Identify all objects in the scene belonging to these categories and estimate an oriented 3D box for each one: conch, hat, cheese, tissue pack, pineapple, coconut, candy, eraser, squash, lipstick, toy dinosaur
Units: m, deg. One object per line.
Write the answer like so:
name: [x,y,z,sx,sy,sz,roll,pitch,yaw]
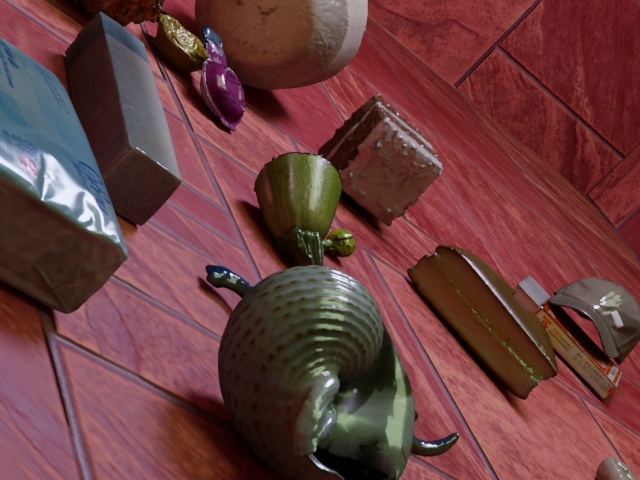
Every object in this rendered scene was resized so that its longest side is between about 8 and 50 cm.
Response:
conch: [-0.015,0.118,1.128,0.172,0.131,0.200,64,34,-28]
hat: [0.473,0.112,2.359,0.166,0.144,0.173,46,-10,12]
cheese: [-0.130,-0.209,1.833,0.095,0.038,0.145,31,43,-58]
tissue pack: [-0.255,-0.080,1.092,0.177,0.089,0.263,36,17,-37]
pineapple: [-0.274,-0.330,1.718,0.176,0.136,0.161,-127,-153,-48]
coconut: [-0.052,-0.338,2.085,0.237,0.237,0.266,46,14,6]
candy: [0.000,0.000,1.704,0.035,0.035,0.123,16,5,36]
eraser: [0.405,0.157,2.352,0.230,0.038,0.157,47,14,8]
squash: [-0.026,-0.018,1.596,0.105,0.105,0.132,36,35,-31]
lipstick: [-0.202,-0.129,1.422,0.068,0.066,0.317,36,17,-30]
cheese: [0.405,0.348,1.807,0.065,0.043,0.194,38,16,-27]
toy dinosaur: [0.009,0.117,1.327,0.247,0.075,0.188,29,13,-30]

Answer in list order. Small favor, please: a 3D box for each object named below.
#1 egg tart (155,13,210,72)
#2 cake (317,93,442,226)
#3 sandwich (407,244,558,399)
egg tart: [-0.185,-0.254,1.873,0.105,0.039,0.105,41,15,-13]
cake: [0.089,-0.112,2.034,0.134,0.135,0.147,36,12,-27]
sandwich: [0.228,0.105,1.904,0.244,0.090,0.088,50,18,21]
